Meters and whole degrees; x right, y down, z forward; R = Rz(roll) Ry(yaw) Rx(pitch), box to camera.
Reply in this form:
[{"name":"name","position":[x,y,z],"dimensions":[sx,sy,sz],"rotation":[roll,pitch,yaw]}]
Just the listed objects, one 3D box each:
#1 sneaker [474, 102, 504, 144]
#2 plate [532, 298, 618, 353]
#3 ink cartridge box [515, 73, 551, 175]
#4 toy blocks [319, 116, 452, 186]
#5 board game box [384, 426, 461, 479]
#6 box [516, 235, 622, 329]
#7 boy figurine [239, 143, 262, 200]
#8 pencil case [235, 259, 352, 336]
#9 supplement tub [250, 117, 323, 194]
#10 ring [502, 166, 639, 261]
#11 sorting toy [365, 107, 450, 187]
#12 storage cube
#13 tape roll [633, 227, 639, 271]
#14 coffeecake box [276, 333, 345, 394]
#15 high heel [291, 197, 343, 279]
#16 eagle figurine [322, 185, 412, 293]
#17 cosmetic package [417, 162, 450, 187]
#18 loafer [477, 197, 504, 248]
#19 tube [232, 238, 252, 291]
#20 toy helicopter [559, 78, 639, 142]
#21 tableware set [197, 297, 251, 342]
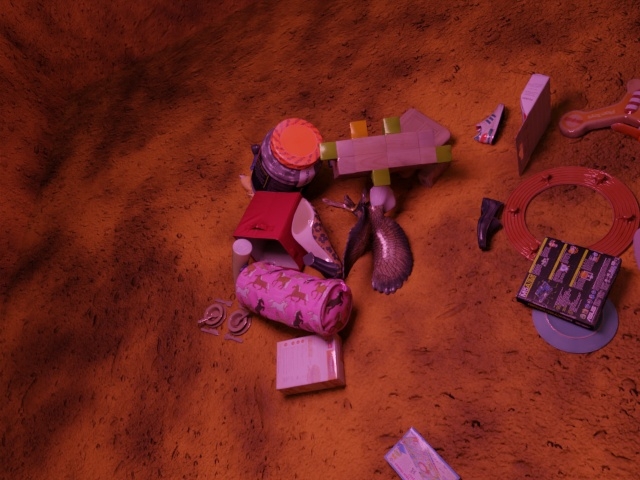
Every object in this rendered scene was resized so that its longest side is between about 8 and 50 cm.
[{"name":"sneaker","position":[0.553,-0.388,1.529],"dimensions":[0.075,0.057,0.161],"rotation":[15,70,27]},{"name":"plate","position":[0.627,0.185,1.152],"dimensions":[0.188,0.024,0.188],"rotation":[-13,56,20]},{"name":"ink cartridge box","position":[0.613,-0.341,1.386],"dimensions":[0.066,0.189,0.232],"rotation":[28,76,37]},{"name":"toy blocks","position":[0.179,-0.258,1.461],"dimensions":[0.381,0.261,0.190],"rotation":[-8,92,-4]},{"name":"board game box","position":[0.242,0.543,1.114],"dimensions":[0.103,0.026,0.154],"rotation":[-44,52,-5]},{"name":"box","position":[0.618,0.101,1.164],"dimensions":[0.184,0.045,0.190],"rotation":[21,73,37]},{"name":"boy figurine","position":[-0.240,-0.248,1.815],"dimensions":[0.177,0.092,0.285],"rotation":[-8,54,19]},{"name":"pencil case","position":[-0.084,0.166,1.402],"dimensions":[0.386,0.167,0.160],"rotation":[12,21,41]},{"name":"supplement tub","position":[-0.114,-0.254,1.575],"dimensions":[0.207,0.338,0.207],"rotation":[5,73,-15]},{"name":"ring","position":[0.681,-0.074,1.285],"dimensions":[0.337,0.032,0.336],"rotation":[-13,55,19]},{"name":"sorting toy","position":[0.276,-0.305,1.620],"dimensions":[0.307,0.041,0.229],"rotation":[-44,44,8]},{"name":"storage cube","position":[-0.140,-0.035,1.555],"dimensions":[0.184,0.215,0.193],"rotation":[5,57,29]},{"name":"tape roll","position":[0.825,0.055,0.996],"dimensions":[0.169,0.246,0.246],"rotation":[-21,53,13]},{"name":"coffeecake box","position":[-0.030,0.353,1.341],"dimensions":[0.186,0.068,0.142],"rotation":[-15,53,17]},{"name":"high heel","position":[0.000,0.000,1.472],"dimensions":[0.093,0.186,0.261],"rotation":[-27,54,26]},{"name":"eagle figurine","position":[0.148,-0.008,1.413],"dimensions":[0.226,0.225,0.298],"rotation":[-14,43,-2]},{"name":"cosmetic package","position":[0.371,-0.235,1.522],"dimensions":[0.041,0.060,0.115],"rotation":[32,79,36]},{"name":"loafer","position":[0.490,-0.051,1.347],"dimensions":[0.061,0.062,0.170],"rotation":[7,65,24]},{"name":"tube","position":[-0.270,0.084,1.549],"dimensions":[0.062,0.240,0.070],"rotation":[39,57,12]},{"name":"toy helicopter","position":[0.878,-0.351,1.326],"dimensions":[0.355,0.140,0.235],"rotation":[-8,65,34]},{"name":"tableware set","position":[-0.319,0.260,1.563],"dimensions":[0.194,0.039,0.128],"rotation":[8,64,30]}]
